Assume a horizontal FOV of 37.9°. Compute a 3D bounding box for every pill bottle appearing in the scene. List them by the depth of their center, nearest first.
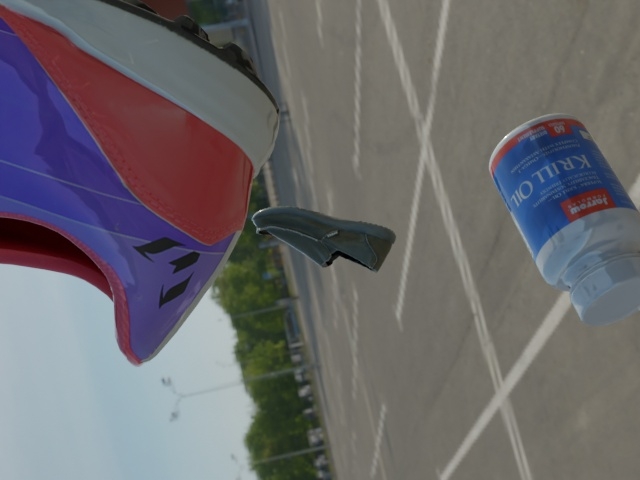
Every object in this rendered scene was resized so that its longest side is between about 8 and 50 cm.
[{"bbox_3d":[0.282,-0.022,1.025,0.124,0.124,0.222,83,168,-55],"label":"pill bottle"}]

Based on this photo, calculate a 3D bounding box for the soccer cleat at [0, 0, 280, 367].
[{"bbox_3d":[-0.178,-0.058,0.338,0.108,0.318,0.117,116,174,-75],"label":"soccer cleat"}]

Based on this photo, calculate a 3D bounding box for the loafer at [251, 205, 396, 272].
[{"bbox_3d":[0.000,0.000,1.590,0.094,0.251,0.088,43,-122,-78],"label":"loafer"}]
